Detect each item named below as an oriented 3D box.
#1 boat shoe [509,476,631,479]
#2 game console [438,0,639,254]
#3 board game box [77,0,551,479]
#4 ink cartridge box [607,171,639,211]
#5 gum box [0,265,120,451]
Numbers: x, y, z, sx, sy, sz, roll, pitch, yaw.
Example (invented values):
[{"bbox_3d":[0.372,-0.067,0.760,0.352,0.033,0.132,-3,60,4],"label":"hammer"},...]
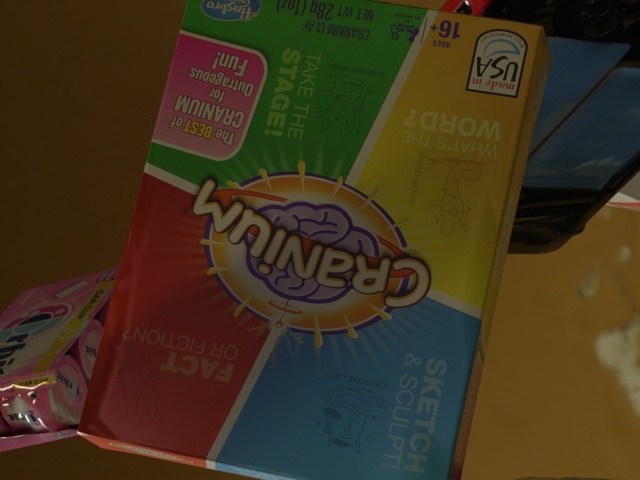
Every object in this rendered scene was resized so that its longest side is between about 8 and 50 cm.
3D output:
[{"bbox_3d":[0.233,0.219,1.255,0.089,0.285,0.105,33,-111,-33],"label":"boat shoe"},{"bbox_3d":[0.191,-0.107,1.563,0.342,0.386,0.060,5,-127,-35],"label":"game console"},{"bbox_3d":[0.000,0.000,1.171,0.064,0.242,0.317,55,-134,-71],"label":"board game box"},{"bbox_3d":[0.252,-0.125,2.086,0.226,0.306,0.131,15,-93,-54],"label":"ink cartridge box"},{"bbox_3d":[-0.213,0.095,1.423,0.188,0.107,0.062,-60,-47,-60],"label":"gum box"}]
